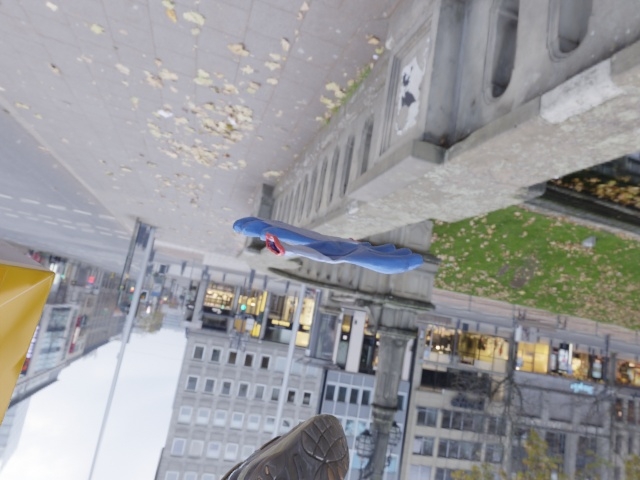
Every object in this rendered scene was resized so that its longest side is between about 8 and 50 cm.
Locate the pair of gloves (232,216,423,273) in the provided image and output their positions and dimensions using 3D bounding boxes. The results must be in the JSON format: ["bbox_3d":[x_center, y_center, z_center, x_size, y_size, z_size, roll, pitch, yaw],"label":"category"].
[{"bbox_3d":[0.000,0.000,0.461,0.159,0.023,0.198,9,-173,-26],"label":"pair of gloves"}]

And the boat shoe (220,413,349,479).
[{"bbox_3d":[-0.065,0.401,0.797,0.130,0.133,0.355,-21,163,25],"label":"boat shoe"}]

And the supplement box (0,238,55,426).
[{"bbox_3d":[-0.401,0.085,0.444,0.194,0.192,0.129,17,177,35],"label":"supplement box"}]
